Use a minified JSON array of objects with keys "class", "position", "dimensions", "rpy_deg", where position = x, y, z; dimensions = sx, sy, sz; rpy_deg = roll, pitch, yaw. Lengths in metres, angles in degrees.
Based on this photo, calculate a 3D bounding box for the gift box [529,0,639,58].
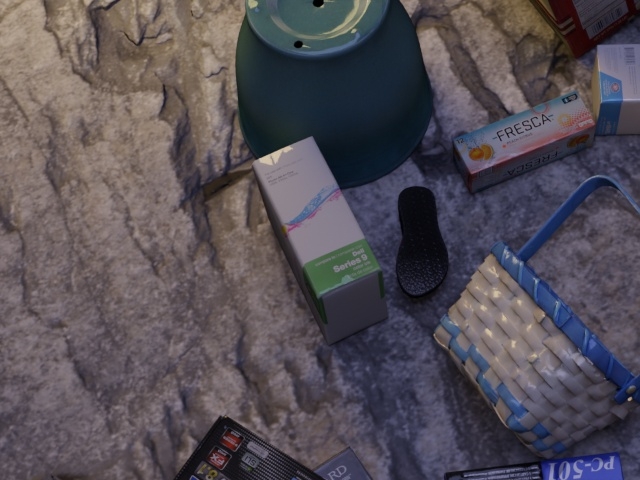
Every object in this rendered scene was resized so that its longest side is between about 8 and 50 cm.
[{"class":"gift box","position":[0.336,-0.424,1.881],"dimensions":[0.255,0.276,0.258],"rpy_deg":[-35,68,3]}]

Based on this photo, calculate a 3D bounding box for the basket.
[{"class":"basket","position":[0.298,0.087,1.628],"dimensions":[0.289,0.201,0.255],"rpy_deg":[-45,47,12]}]

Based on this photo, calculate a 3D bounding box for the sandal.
[{"class":"sandal","position":[0.130,0.006,1.805],"dimensions":[0.067,0.040,0.179],"rpy_deg":[1,49,1]}]

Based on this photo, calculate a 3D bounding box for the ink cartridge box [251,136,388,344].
[{"class":"ink cartridge box","position":[0.000,0.000,1.752],"dimensions":[0.093,0.154,0.212],"rpy_deg":[-25,63,-6]}]

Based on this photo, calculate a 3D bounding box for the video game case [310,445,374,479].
[{"class":"video game case","position":[0.028,0.403,1.623],"dimensions":[0.196,0.026,0.274],"rpy_deg":[-31,64,-9]}]

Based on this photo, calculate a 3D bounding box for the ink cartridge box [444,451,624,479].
[{"class":"ink cartridge box","position":[0.254,0.311,1.631],"dimensions":[0.207,0.046,0.097],"rpy_deg":[-7,65,3]}]

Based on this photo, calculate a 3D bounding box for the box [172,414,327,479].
[{"class":"box","position":[-0.066,0.361,1.606],"dimensions":[0.270,0.060,0.216],"rpy_deg":[31,70,19]}]

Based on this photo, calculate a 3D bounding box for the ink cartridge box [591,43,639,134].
[{"class":"ink cartridge box","position":[0.436,-0.200,1.839],"dimensions":[0.143,0.090,0.092],"rpy_deg":[0,64,5]}]

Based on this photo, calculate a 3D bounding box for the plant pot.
[{"class":"plant pot","position":[0.008,-0.244,1.817],"dimensions":[0.271,0.255,0.272],"rpy_deg":[-2,64,5]}]

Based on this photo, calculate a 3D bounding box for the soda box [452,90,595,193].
[{"class":"soda box","position":[0.268,-0.130,1.841],"dimensions":[0.183,0.058,0.063],"rpy_deg":[-21,63,-5]}]
